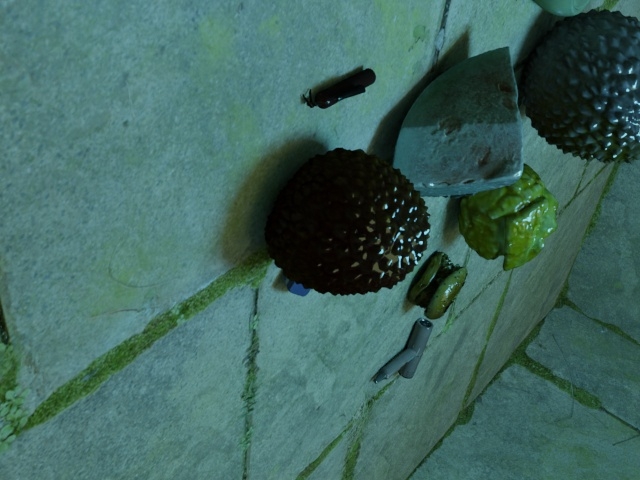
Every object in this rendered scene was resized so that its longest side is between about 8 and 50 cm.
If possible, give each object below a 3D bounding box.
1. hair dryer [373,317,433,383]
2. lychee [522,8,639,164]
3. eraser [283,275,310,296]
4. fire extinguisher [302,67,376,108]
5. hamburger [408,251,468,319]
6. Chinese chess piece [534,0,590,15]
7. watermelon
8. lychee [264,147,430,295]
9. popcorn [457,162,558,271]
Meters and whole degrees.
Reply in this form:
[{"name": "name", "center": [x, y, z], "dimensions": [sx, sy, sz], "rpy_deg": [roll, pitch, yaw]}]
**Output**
[{"name": "hair dryer", "center": [0.230, 0.339, 2.340], "dimensions": [0.220, 0.054, 0.195], "rpy_deg": [-15, 130, -48]}, {"name": "lychee", "center": [0.692, -0.376, 1.999], "dimensions": [0.380, 0.432, 0.380], "rpy_deg": [-10, 140, -8]}, {"name": "eraser", "center": [0.000, 0.000, 1.534], "dimensions": [0.225, 0.036, 0.082], "rpy_deg": [-59, 153, 2]}, {"name": "fire extinguisher", "center": [0.039, -0.244, 1.319], "dimensions": [0.173, 0.049, 0.035], "rpy_deg": [-35, 153, -41]}, {"name": "hamburger", "center": [0.331, 0.125, 2.195], "dimensions": [0.185, 0.113, 0.177], "rpy_deg": [-24, 137, -50]}, {"name": "Chinese chess piece", "center": [0.577, -0.634, 1.810], "dimensions": [0.250, 0.101, 0.250], "rpy_deg": [-44, 151, -32]}, {"name": "watermelon", "center": [0.303, -0.195, 1.610], "dimensions": [0.387, 0.258, 0.228], "rpy_deg": [-47, 151, -15]}, {"name": "lychee", "center": [0.052, -0.022, 1.354], "dimensions": [0.267, 0.267, 0.267], "rpy_deg": [-42, 151, -31]}, {"name": "popcorn", "center": [0.491, -0.075, 2.097], "dimensions": [0.247, 0.282, 0.282], "rpy_deg": [-37, 150, -14]}]
